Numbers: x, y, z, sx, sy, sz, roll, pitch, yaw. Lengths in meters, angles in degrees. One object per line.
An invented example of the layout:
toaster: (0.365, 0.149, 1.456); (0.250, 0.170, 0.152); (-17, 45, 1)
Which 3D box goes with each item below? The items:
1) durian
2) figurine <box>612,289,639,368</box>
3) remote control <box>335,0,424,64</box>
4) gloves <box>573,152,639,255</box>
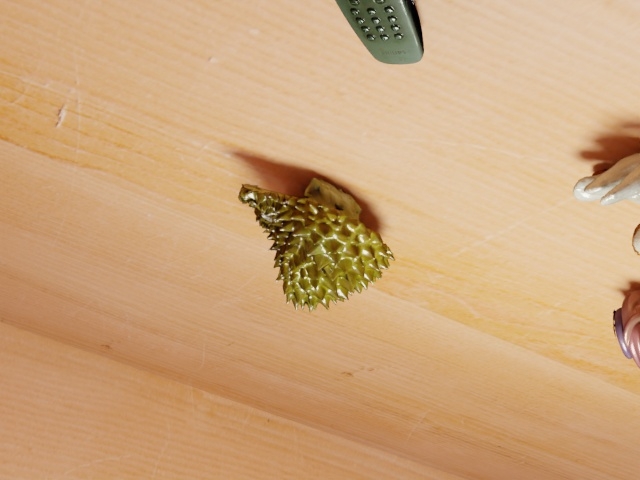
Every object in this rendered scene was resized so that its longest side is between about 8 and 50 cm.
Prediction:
durian: (0.000, 0.000, 1.403); (0.172, 0.166, 0.306); (-30, 146, 17)
figurine: (0.499, 0.115, 1.406); (0.157, 0.126, 0.114); (-42, 81, 36)
remote control: (0.047, -0.242, 0.907); (0.072, 0.042, 0.222); (3, 154, 25)
gloves: (0.394, -0.050, 1.071); (0.140, 0.131, 0.219); (42, -179, -34)
